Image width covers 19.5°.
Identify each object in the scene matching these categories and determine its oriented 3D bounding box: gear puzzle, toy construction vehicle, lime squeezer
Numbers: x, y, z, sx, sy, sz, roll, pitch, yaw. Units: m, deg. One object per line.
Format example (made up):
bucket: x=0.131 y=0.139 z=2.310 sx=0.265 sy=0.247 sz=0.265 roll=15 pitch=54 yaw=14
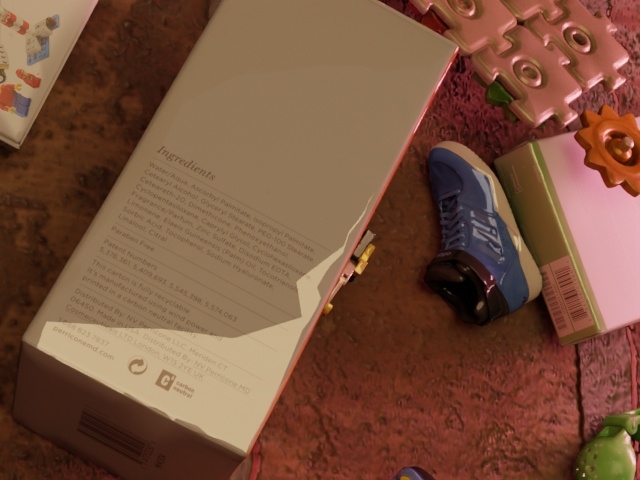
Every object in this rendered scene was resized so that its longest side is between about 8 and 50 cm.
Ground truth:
gear puzzle: x=0.166 y=-0.167 z=1.559 sx=0.339 sy=0.044 sz=0.175 roll=48 pitch=47 yaw=8
toy construction vehicle: x=0.000 y=0.000 z=1.489 sx=0.086 sy=0.035 sz=0.098 roll=40 pitch=65 yaw=-7
lime squeezer: x=0.276 y=0.183 z=1.539 sx=0.110 sy=0.059 sz=0.310 roll=45 pitch=63 yaw=-5

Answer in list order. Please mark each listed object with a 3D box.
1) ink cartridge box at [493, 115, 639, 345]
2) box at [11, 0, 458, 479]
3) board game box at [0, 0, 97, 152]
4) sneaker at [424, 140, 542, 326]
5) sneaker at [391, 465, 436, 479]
ink cartridge box: x=0.275 y=-0.021 z=1.597 sx=0.235 sy=0.056 sz=0.171 roll=-15 pitch=82 yaw=-37
box: x=-0.065 y=-0.003 z=1.347 sx=0.168 sy=0.215 sz=0.345 roll=28 pitch=68 yaw=0
board game box: x=-0.245 y=-0.245 z=1.409 sx=0.193 sy=0.053 sz=0.305 roll=29 pitch=80 yaw=-14
sneaker: x=0.114 y=-0.003 z=1.523 sx=0.084 sy=0.058 sz=0.152 roll=-29 pitch=94 yaw=-35
sneaker: x=0.127 y=0.245 z=1.465 sx=0.188 sy=0.067 sz=0.078 roll=41 pitch=43 yaw=-5
